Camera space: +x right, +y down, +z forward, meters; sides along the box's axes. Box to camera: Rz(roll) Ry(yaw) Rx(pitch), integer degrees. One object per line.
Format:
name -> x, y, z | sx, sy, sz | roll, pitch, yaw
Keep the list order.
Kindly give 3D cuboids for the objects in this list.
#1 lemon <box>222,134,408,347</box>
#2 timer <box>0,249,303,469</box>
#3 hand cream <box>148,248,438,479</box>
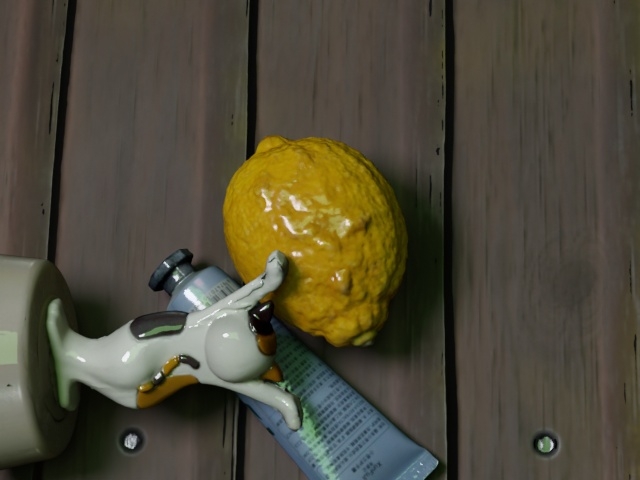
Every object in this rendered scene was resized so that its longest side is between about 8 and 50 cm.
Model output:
lemon -> 0.000, 0.000, 1.383 | 0.142, 0.142, 0.187 | -25, 78, -3
timer -> -0.149, 0.088, 1.341 | 0.266, 0.175, 0.175 | -3, 73, 7
hand cream -> -0.032, 0.114, 1.397 | 0.091, 0.058, 0.271 | -43, 78, -17
